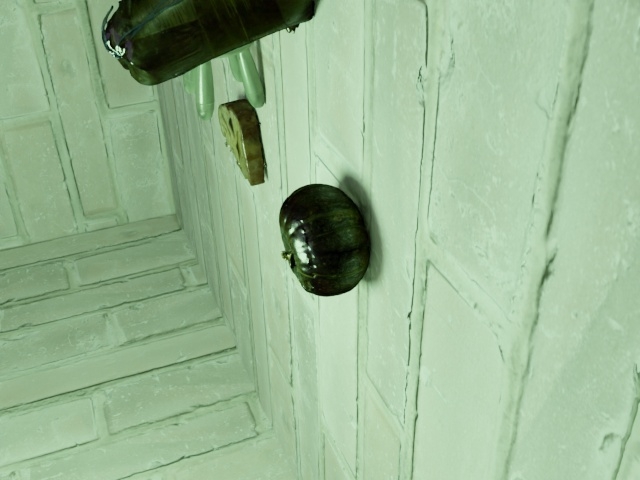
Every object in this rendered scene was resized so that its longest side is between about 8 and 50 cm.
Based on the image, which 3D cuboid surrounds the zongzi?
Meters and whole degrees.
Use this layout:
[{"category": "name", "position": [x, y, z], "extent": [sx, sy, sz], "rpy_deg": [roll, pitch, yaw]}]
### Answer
[{"category": "zongzi", "position": [-0.266, -0.542, 1.430], "extent": [0.432, 0.403, 0.208], "rpy_deg": [63, 175, 3]}]

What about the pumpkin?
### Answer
[{"category": "pumpkin", "position": [-0.002, 0.001, 1.504], "extent": [0.238, 0.159, 0.238], "rpy_deg": [54, 155, 41]}]

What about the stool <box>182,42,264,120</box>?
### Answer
[{"category": "stool", "position": [-0.252, -0.444, 1.917], "extent": [0.198, 0.195, 0.195], "rpy_deg": [88, 160, -45]}]

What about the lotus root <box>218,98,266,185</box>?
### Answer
[{"category": "lotus root", "position": [-0.215, -0.297, 2.108], "extent": [0.170, 0.075, 0.260], "rpy_deg": [99, 152, -45]}]
